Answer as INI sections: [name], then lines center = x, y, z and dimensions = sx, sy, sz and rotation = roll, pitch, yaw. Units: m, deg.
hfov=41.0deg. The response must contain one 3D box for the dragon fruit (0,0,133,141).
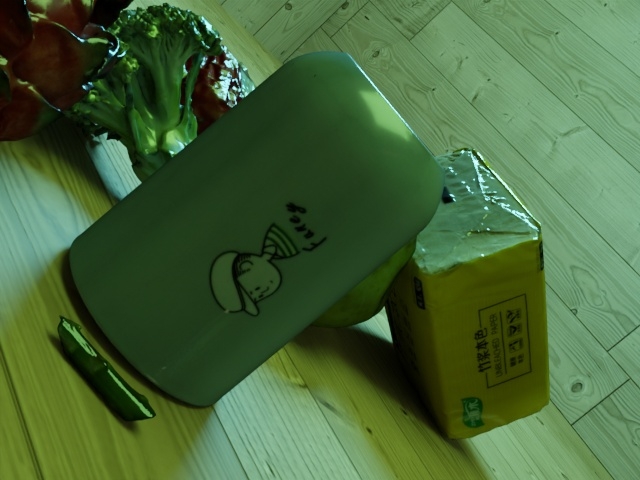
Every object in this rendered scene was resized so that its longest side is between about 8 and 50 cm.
[dragon fruit]
center = -0.274, -0.183, 0.746
dimensions = 0.193, 0.192, 0.274
rotation = 37, 40, -5

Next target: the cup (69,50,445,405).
[cup]
center = -0.052, -0.019, 0.790
dimensions = 0.205, 0.312, 0.205
rotation = 48, 10, -11

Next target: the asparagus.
[asparagus]
center = -0.170, 0.102, 0.666
dimensions = 0.108, 0.021, 0.025
rotation = 48, 6, 2

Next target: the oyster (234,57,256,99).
[oyster]
center = -0.179, -0.307, 1.781
dimensions = 0.201, 0.107, 0.354
rotation = 51, -4, 3

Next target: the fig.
[fig]
center = 0.000, 0.000, 1.211
dimensions = 0.239, 0.239, 0.271
rotation = 43, -18, -24

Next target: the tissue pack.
[tissue pack]
center = 0.225, 0.086, 1.408
dimensions = 0.293, 0.228, 0.382
rotation = -118, -170, -52

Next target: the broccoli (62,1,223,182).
[broccoli]
center = -0.179, -0.102, 0.984
dimensions = 0.361, 0.221, 0.252
rotation = 51, -25, 18

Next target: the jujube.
[jujube]
center = -0.210, -0.260, 1.498
dimensions = 0.155, 0.155, 0.230
rotation = 42, 22, -29
